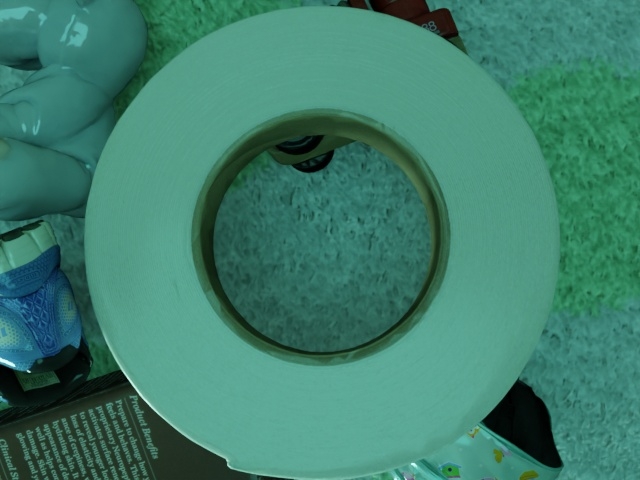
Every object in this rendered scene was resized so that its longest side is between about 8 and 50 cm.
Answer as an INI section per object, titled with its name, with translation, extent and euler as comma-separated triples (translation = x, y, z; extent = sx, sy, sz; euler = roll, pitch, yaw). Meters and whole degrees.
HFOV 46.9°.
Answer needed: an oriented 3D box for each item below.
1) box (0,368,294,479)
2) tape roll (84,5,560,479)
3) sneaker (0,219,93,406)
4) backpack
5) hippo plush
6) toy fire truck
[box]
translation = -0.240, 0.249, 0.786
extent = 0.381, 0.143, 0.191
euler = -18, 93, 7
[tape roll]
translation = 0.000, 0.000, 0.622
extent = 0.392, 0.072, 0.392
euler = 0, 83, 1
[sneaker]
translation = -0.301, 0.092, 0.696
extent = 0.130, 0.330, 0.147
euler = -23, 90, -30
[backpack]
translation = 0.146, 0.194, 0.729
extent = 0.166, 0.188, 0.144
euler = 36, 96, 0
[hippo plush]
translation = -0.261, -0.144, 0.705
extent = 0.294, 0.234, 0.236
euler = 14, 96, 3
[toy fire truck]
translation = 0.013, -0.221, 0.735
extent = 0.217, 0.158, 0.246
euler = -20, 81, 5
